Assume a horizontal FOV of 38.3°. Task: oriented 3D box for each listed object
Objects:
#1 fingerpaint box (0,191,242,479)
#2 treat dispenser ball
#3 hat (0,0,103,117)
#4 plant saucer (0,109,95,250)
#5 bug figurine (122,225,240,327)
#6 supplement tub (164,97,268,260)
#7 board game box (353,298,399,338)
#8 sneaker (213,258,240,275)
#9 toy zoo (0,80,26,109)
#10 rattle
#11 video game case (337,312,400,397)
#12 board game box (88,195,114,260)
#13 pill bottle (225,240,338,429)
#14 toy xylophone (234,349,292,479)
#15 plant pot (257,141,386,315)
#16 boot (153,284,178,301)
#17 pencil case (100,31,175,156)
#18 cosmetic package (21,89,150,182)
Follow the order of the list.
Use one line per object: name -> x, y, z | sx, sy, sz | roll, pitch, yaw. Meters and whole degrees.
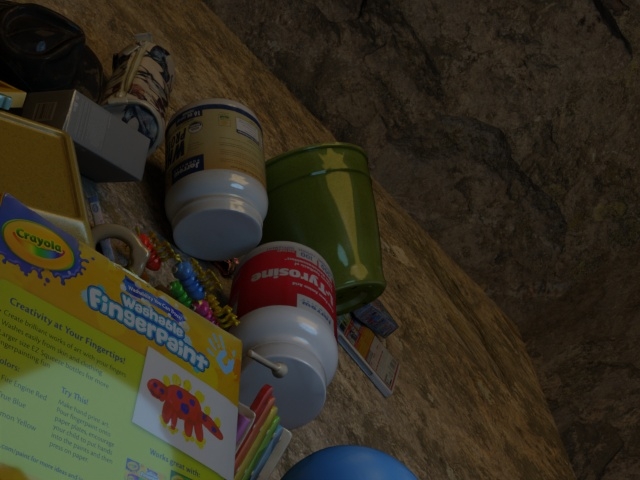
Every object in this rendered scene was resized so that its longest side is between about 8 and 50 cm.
fingerpaint box -> -0.317, 0.215, 1.207 | 0.445, 0.163, 0.371 | 37, 38, -37
treat dispenser ball -> 0.047, 0.478, 1.492 | 0.288, 0.288, 0.288 | 45, 19, -19
hat -> -0.557, -0.383, 1.813 | 0.331, 0.134, 0.331 | 24, 47, -28
plant saucer -> -0.517, -0.110, 1.491 | 0.332, 0.081, 0.333 | 16, 36, -37
bug figurine -> -0.263, 0.083, 1.741 | 0.279, 0.072, 0.216 | 25, -30, 53
supplement tub -> -0.234, -0.136, 2.066 | 0.228, 0.228, 0.316 | 34, 38, -42
board game box -> 0.122, 0.174, 2.598 | 0.194, 0.060, 0.194 | 54, 7, 21
sneaker -> -0.231, 0.033, 2.111 | 0.119, 0.047, 0.057 | 53, 29, 9
toy zoo -> -0.630, -0.279, 1.536 | 0.293, 0.030, 0.192 | 26, 12, 16
rattle -> -0.404, 0.018, 1.668 | 0.199, 0.130, 0.143 | 23, 6, 1
video game case -> 0.108, 0.274, 2.489 | 0.285, 0.025, 0.204 | 50, 18, -4
board game box -> -0.410, -0.021, 1.723 | 0.090, 0.020, 0.090 | 90, -21, -50
pill bottle -> -0.079, 0.187, 1.861 | 0.229, 0.229, 0.408 | 44, 19, -21
toy xylophone -> -0.118, 0.302, 1.491 | 0.081, 0.236, 0.322 | 27, -3, 16
plant pot -> 0.000, 0.000, 2.317 | 0.366, 0.366, 0.353 | 19, 48, -59
boot -> -0.321, 0.127, 1.555 | 0.269, 0.089, 0.236 | -47, 128, -71
pencil case -> -0.428, -0.327, 2.122 | 0.410, 0.159, 0.184 | -96, 173, -59
cosmetic package -> -0.455, -0.198, 1.791 | 0.238, 0.127, 0.107 | 37, 58, -54
